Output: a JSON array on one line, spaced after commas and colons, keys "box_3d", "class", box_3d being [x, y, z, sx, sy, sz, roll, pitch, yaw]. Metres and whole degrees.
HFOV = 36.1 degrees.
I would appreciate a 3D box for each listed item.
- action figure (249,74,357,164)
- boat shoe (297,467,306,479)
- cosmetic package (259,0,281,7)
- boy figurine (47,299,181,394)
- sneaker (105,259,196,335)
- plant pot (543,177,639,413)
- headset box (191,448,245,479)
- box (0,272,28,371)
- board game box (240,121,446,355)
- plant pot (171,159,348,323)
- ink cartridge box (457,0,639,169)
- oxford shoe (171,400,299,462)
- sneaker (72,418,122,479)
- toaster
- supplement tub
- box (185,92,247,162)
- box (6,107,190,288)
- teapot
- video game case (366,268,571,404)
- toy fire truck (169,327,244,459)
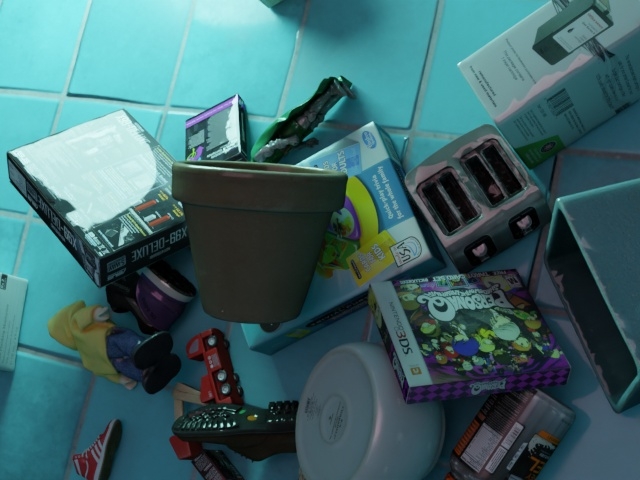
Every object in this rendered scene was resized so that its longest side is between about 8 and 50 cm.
[{"box_3d": [-0.044, -0.182, 1.657, 0.232, 0.137, 0.063, -41, 76, 20], "class": "action figure"}, {"box_3d": [-0.011, 0.361, 1.532, 0.049, 0.043, 0.137, 20, 87, 26], "class": "boat shoe"}, {"box_3d": [-0.106, -0.593, 1.771, 0.153, 0.129, 0.296, -29, 66, 18], "class": "cosmetic package"}, {"box_3d": [-0.366, 0.180, 1.699, 0.285, 0.177, 0.092, 15, 42, 43], "class": "boy figurine"}, {"box_3d": [-0.356, 0.059, 1.741, 0.283, 0.107, 0.124, 40, 102, 28], "class": "sneaker"}, {"box_3d": [0.464, 0.049, 1.285, 0.252, 0.248, 0.247, -21, 68, 0], "class": "plant pot"}, {"box_3d": [-0.161, 0.378, 1.587, 0.032, 0.062, 0.083, -49, 62, 7], "class": "headset box"}, {"box_3d": [-0.670, 0.149, 1.854, 0.182, 0.119, 0.181, 0, 78, 25], "class": "box"}, {"box_3d": [0.000, 0.000, 1.599, 0.336, 0.079, 0.253, -28, 67, 16], "class": "board game box"}, {"box_3d": [-0.095, 0.000, 1.484, 0.263, 0.263, 0.229, 7, 98, 26], "class": "plant pot"}, {"box_3d": [0.373, -0.254, 1.415, 0.289, 0.211, 0.121, -33, 64, 13], "class": "ink cartridge box"}, {"box_3d": [-0.125, 0.313, 1.557, 0.227, 0.083, 0.096, 0, 114, 11], "class": "oxford shoe"}, {"box_3d": [-0.390, 0.361, 1.711, 0.067, 0.042, 0.118, 15, 86, 24], "class": "sneaker"}, {"box_3d": [0.233, -0.069, 1.473, 0.168, 0.110, 0.185, -32, 70, 6], "class": "toaster"}, {"box_3d": [0.261, 0.289, 1.381, 0.117, 0.117, 0.190, 35, 94, 28], "class": "supplement tub"}, {"box_3d": [-0.185, -0.176, 1.725, 0.116, 0.029, 0.162, -24, 43, 18], "class": "box"}, {"box_3d": [-0.363, -0.085, 1.714, 0.242, 0.076, 0.307, -28, 58, -32], "class": "box"}, {"box_3d": [0.094, 0.278, 1.434, 0.256, 0.187, 0.252, -50, 38, 35], "class": "teapot"}, {"box_3d": [0.202, 0.129, 1.379, 0.232, 0.041, 0.210, -5, 40, -11], "class": "video game case"}, {"box_3d": [-0.201, 0.257, 1.646, 0.135, 0.047, 0.192, -26, 68, 17], "class": "toy fire truck"}]
